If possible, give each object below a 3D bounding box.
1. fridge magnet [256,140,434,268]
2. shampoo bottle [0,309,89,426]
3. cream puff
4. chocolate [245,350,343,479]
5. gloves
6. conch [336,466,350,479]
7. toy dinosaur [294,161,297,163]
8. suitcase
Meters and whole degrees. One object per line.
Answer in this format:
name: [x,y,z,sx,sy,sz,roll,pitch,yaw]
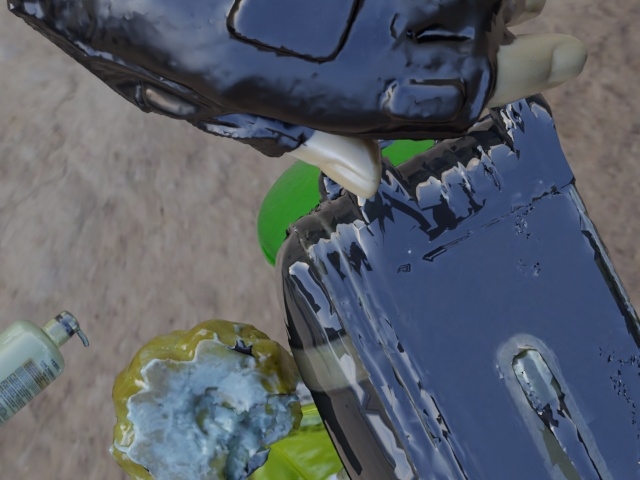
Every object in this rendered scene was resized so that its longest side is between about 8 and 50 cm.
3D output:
fridge magnet: [0.046,-0.030,1.166,0.208,0.208,0.088,-24,124,-4]
shampoo bottle: [-0.332,0.137,1.518,0.162,0.079,0.079,-42,101,-16]
cream puff: [-0.085,0.128,1.020,0.121,0.156,0.156,28,93,11]
chocolate: [0.053,0.242,1.552,0.300,0.137,0.289,-10,128,-13]
gloves: [-0.002,-0.096,0.450,0.203,0.124,0.164,16,117,-5]
conch: [0.173,0.229,1.288,0.203,0.386,0.170,51,59,-37]
toy dinosaur: [0.017,0.001,1.688,0.120,0.292,0.079,3,131,-22]
suitcase: [0.114,0.117,0.813,0.194,0.283,0.434,-28,91,-3]
